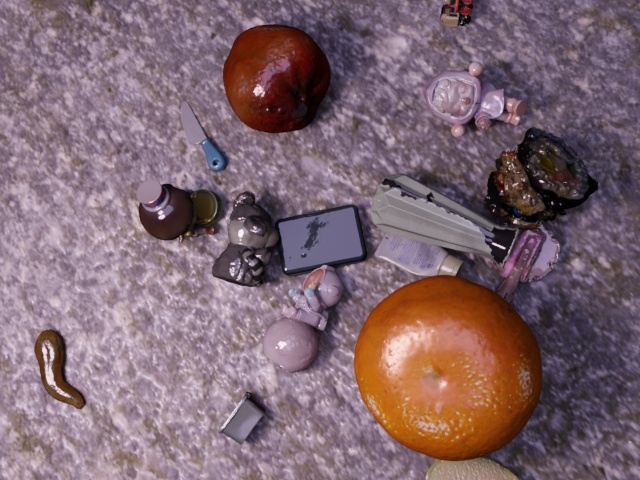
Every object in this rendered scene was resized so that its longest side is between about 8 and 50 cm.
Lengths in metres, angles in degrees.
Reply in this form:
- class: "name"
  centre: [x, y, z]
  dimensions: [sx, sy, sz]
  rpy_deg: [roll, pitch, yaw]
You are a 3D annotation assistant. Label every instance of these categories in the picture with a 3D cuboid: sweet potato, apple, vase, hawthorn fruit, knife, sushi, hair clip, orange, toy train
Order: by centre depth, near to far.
- class: "orange"
  centre: [0.293, 0.289, 1.499]
  dimensions: [0.424, 0.326, 0.423]
  rpy_deg: [-1, 87, 16]
- class: "apple"
  centre: [0.372, 0.616, 1.545]
  dimensions: [0.265, 0.120, 0.193]
  rpy_deg: [14, 67, 4]
- class: "sushi"
  centre: [0.538, -0.141, 1.633]
  dimensions: [0.225, 0.238, 0.219]
  rpy_deg: [45, 130, 4]
- class: "vase"
  centre: [0.311, -0.048, 1.635]
  dimensions: [0.360, 0.165, 0.165]
  rpy_deg: [22, 81, 15]
- class: "hair clip"
  centre: [0.496, 0.082, 1.660]
  dimensions: [0.173, 0.069, 0.300]
  rpy_deg: [29, 73, 8]
- class: "sweet potato"
  centre: [-0.702, 0.347, 1.715]
  dimensions: [0.081, 0.062, 0.233]
  rpy_deg: [-24, 81, -2]
- class: "hawthorn fruit"
  centre: [-0.116, -0.437, 1.722]
  dimensions: [0.295, 0.295, 0.311]
  rpy_deg: [-15, 54, 2]
- class: "knife"
  centre: [-0.344, -0.293, 1.828]
  dimensions: [0.058, 0.032, 0.244]
  rpy_deg: [-37, 74, 6]
- class: "toy train"
  centre: [0.389, -0.673, 1.828]
  dimensions: [0.087, 0.050, 0.138]
  rpy_deg: [9, 79, 10]

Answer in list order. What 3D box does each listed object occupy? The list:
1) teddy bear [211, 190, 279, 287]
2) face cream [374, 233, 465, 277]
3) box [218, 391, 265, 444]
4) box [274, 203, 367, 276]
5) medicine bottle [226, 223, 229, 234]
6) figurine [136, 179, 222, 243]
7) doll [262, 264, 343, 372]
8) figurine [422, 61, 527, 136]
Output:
- class: "teddy bear"
  centre: [-0.175, 0.011, 1.657]
  dimensions: [0.144, 0.171, 0.251]
  rpy_deg: [18, 95, -23]
- class: "face cream"
  centre: [0.264, 0.037, 1.702]
  dimensions: [0.224, 0.070, 0.114]
  rpy_deg: [26, 78, 21]
- class: "box"
  centre: [-0.196, 0.453, 1.642]
  dimensions: [0.069, 0.084, 0.122]
  rpy_deg: [36, 85, 3]
- class: "box"
  centre: [0.000, 0.000, 1.727]
  dimensions: [0.230, 0.050, 0.160]
  rpy_deg: [-12, 78, 3]
- class: "medicine bottle"
  centre: [-0.209, -0.031, 1.752]
  dimensions: [0.083, 0.047, 0.047]
  rpy_deg: [-11, 78, 2]
- class: "figurine"
  centre: [-0.372, -0.077, 1.666]
  dimensions: [0.158, 0.275, 0.161]
  rpy_deg: [-38, 80, 14]
- class: "doll"
  centre: [-0.033, 0.194, 1.655]
  dimensions: [0.151, 0.151, 0.287]
  rpy_deg: [29, 76, 10]
- class: "figurine"
  centre: [0.406, -0.373, 1.728]
  dimensions: [0.276, 0.133, 0.200]
  rpy_deg: [16, 110, 4]
